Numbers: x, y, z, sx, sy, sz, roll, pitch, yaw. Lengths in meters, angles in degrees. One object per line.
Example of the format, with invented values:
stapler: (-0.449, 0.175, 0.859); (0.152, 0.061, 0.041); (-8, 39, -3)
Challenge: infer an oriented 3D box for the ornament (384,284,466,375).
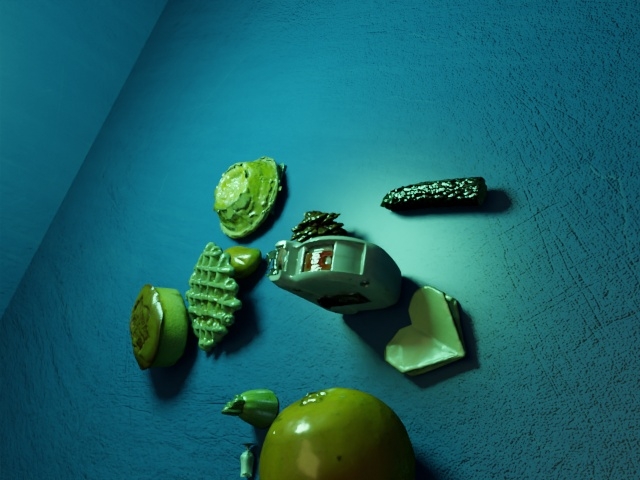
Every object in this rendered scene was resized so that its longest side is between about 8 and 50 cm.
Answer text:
ornament: (0.244, 0.212, 1.196); (0.180, 0.059, 0.201); (28, 90, 46)

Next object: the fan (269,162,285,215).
fan: (-0.144, -0.167, 1.796); (0.038, 0.016, 0.193); (-15, 56, 44)

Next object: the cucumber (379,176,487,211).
cucumber: (0.265, -0.110, 1.346); (0.300, 0.072, 0.072); (-2, 66, 41)

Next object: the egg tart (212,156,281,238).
egg tart: (-0.262, -0.158, 1.819); (0.315, 0.120, 0.315); (-27, 48, 34)

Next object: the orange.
orange: (0.032, 0.441, 1.073); (0.312, 0.312, 0.312); (-22, 54, 33)

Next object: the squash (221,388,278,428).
squash: (-0.190, 0.423, 1.411); (0.105, 0.132, 0.105); (-21, 55, 34)

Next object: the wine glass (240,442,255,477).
wine glass: (-0.184, 0.560, 1.399); (0.039, 0.042, 0.083); (118, 154, -60)

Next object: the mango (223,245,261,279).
mango: (-0.253, 0.072, 1.709); (0.165, 0.089, 0.115); (7, 63, 41)

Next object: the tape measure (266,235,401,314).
tape measure: (0.043, 0.087, 1.297); (0.265, 0.258, 0.130); (-11, 58, 39)

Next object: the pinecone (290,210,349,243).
pinecone: (0.000, 0.000, 1.474); (0.174, 0.173, 0.173); (-22, 54, 33)

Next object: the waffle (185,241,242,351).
waffle: (-0.338, 0.171, 1.677); (0.309, 0.056, 0.291); (-55, 47, 37)

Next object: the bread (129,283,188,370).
bread: (-0.522, 0.275, 1.752); (0.270, 0.148, 0.269); (-11, 76, 53)
